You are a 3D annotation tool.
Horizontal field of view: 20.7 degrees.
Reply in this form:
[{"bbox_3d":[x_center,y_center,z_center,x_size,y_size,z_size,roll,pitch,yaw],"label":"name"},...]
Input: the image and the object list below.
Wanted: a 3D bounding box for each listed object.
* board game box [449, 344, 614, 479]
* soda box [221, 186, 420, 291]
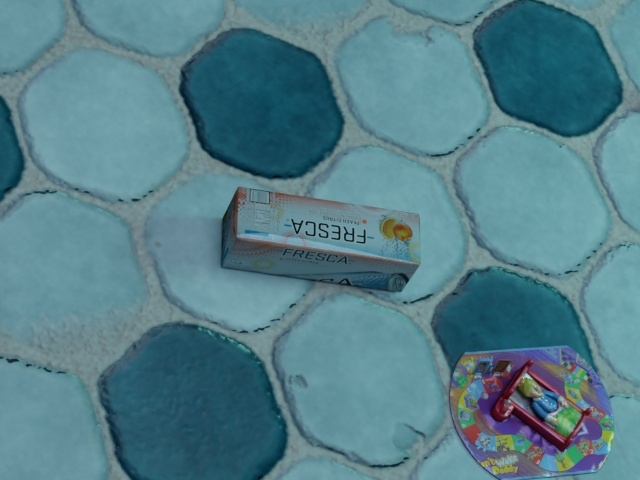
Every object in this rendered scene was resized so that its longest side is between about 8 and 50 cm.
[{"bbox_3d":[0.207,0.156,1.654,0.168,0.033,0.133,-2,62,-19],"label":"board game box"},{"bbox_3d":[0.000,0.000,1.654,0.183,0.063,0.058,9,60,-13],"label":"soda box"}]
